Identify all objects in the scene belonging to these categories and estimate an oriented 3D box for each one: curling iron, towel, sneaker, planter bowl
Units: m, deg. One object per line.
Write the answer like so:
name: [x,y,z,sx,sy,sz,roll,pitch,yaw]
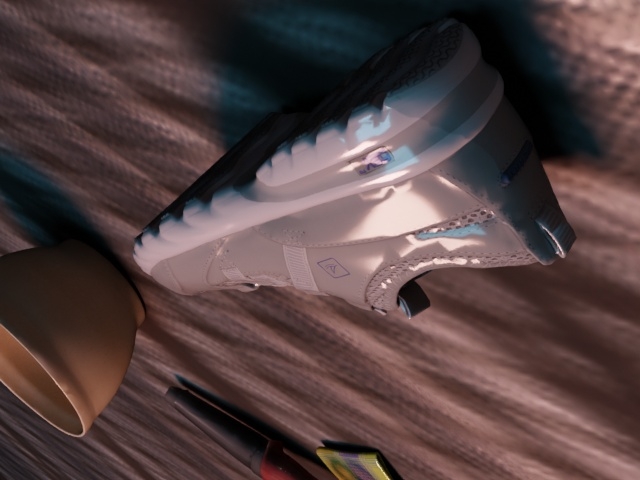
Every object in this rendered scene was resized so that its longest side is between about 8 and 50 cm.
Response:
curling iron: [-0.040,0.178,0.921,0.274,0.035,0.068,27,156,44]
towel: [0.034,0.180,0.856,0.060,0.009,0.083,53,151,-15]
sneaker: [0.000,0.000,0.539,0.115,0.105,0.281,51,152,-12]
planter bowl: [-0.217,0.067,0.933,0.162,0.109,0.162,33,151,21]
